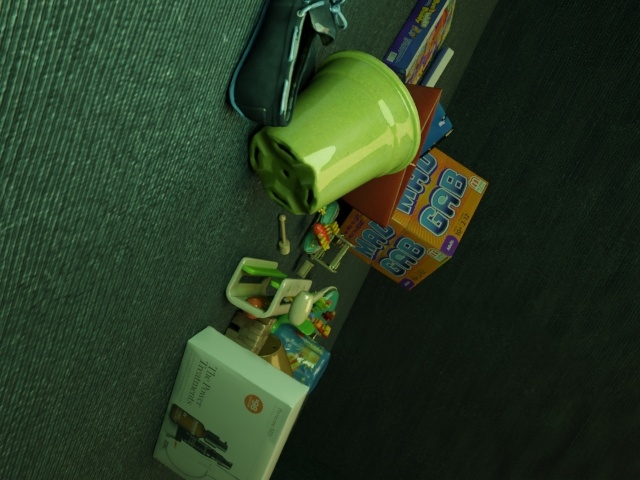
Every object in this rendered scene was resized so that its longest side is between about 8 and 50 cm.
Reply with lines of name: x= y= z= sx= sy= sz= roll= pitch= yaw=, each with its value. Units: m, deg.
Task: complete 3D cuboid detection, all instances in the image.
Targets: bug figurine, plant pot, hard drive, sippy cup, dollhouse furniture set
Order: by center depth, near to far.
plant pot: x=0.009 y=-0.188 z=1.040 sx=0.254 sy=0.276 sz=0.276 roll=-41 pitch=158 yaw=-29
plant pot: x=0.124 y=-0.240 z=1.325 sx=0.267 sy=0.236 sz=0.267 roll=100 pitch=16 yaw=-51
bug figurine: x=0.041 y=-0.115 z=1.575 sx=0.279 sy=0.072 sz=0.216 roll=-53 pitch=144 yaw=-31
plant pot: x=-0.176 y=0.410 z=1.581 sx=0.237 sy=0.237 sz=0.254 roll=-43 pitch=143 yaw=-56
dollhouse furniture set: x=0.026 y=0.059 z=1.770 sx=0.182 sy=0.101 sz=0.161 roll=-54 pitch=176 yaw=6
sippy cup: x=-0.097 y=0.401 z=1.806 sx=0.240 sy=0.224 sz=0.305 roll=-59 pitch=166 yaw=-18
hard drive: x=0.317 y=-0.493 z=1.819 sx=0.318 sy=0.040 sz=0.210 roll=-59 pitch=-167 yaw=-7

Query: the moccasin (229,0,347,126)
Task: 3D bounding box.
moccasin: x=-0.022 y=-0.340 z=0.849 sx=0.342 sy=0.117 sz=0.138 roll=-65 pitch=167 yaw=12

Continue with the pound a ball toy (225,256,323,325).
pound a ball toy: x=-0.100 y=0.149 z=1.327 sx=0.135 sy=0.208 sz=0.319 roll=-63 pitch=168 yaw=2

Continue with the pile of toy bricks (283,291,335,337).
pile of toy bricks: x=-0.011 y=0.220 z=1.800 sx=0.105 sy=0.212 sz=0.118 roll=-29 pitch=-159 yaw=39

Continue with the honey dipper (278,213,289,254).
honey dipper: x=-0.097 y=-0.016 z=1.404 sx=0.030 sy=0.030 sz=0.160 roll=-55 pitch=164 yaw=-29

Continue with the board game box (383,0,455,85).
board game box: x=0.309 y=-0.616 z=1.664 sx=0.347 sy=0.078 sz=0.233 roll=-60 pitch=167 yaw=-11

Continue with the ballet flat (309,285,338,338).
ballet flat: x=-0.073 y=0.328 z=1.986 sx=0.400 sy=0.139 sz=0.139 roll=-65 pitch=167 yaw=8

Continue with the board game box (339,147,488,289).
board game box: x=0.320 y=-0.103 z=1.955 sx=0.356 sy=0.356 sz=0.356 roll=-56 pitch=179 yaw=-28

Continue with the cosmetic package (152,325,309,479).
cosmetic package: x=-0.222 y=0.433 z=1.254 sx=0.097 sy=0.284 sz=0.377 roll=-36 pitch=150 yaw=-63

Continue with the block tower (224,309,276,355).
block tower: x=-0.242 y=0.340 z=1.420 sx=0.335 sy=0.097 sz=0.091 roll=-64 pitch=167 yaw=-2

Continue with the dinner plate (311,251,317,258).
dinner plate: x=0.000 y=0.000 z=1.839 sx=0.141 sy=0.017 sz=0.141 roll=-57 pitch=165 yaw=-24

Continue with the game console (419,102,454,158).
game console: x=0.241 y=-0.312 z=1.642 sx=0.293 sy=0.173 sz=0.250 roll=-41 pitch=143 yaw=9

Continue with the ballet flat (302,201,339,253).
ballet flat: x=0.001 y=-0.039 z=1.677 sx=0.188 sy=0.070 sz=0.070 roll=-57 pitch=166 yaw=-7
